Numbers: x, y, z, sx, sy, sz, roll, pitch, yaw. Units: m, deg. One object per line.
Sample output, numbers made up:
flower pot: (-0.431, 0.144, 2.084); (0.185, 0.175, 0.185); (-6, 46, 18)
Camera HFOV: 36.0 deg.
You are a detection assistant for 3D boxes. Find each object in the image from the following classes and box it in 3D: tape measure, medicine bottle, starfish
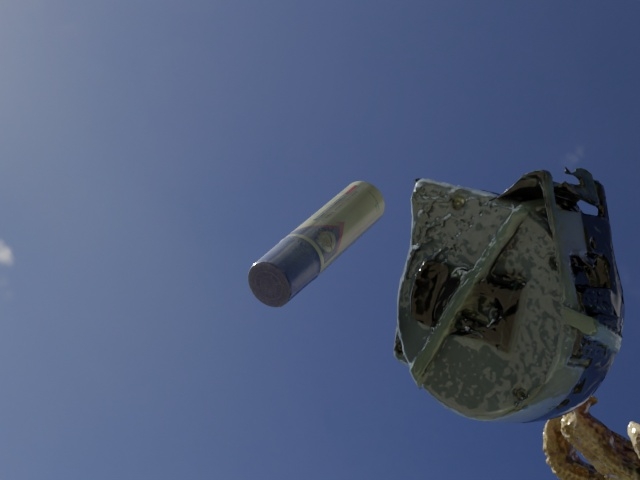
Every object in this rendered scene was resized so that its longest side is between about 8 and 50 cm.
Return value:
tape measure: (0.071, 0.021, 0.371); (0.091, 0.054, 0.094); (-2, -97, 45)
medicine bottle: (0.000, 0.000, 1.148); (0.059, 0.231, 0.059); (15, -58, 25)
starfish: (0.260, 0.171, 0.643); (0.238, 0.071, 0.216); (28, -13, -39)
